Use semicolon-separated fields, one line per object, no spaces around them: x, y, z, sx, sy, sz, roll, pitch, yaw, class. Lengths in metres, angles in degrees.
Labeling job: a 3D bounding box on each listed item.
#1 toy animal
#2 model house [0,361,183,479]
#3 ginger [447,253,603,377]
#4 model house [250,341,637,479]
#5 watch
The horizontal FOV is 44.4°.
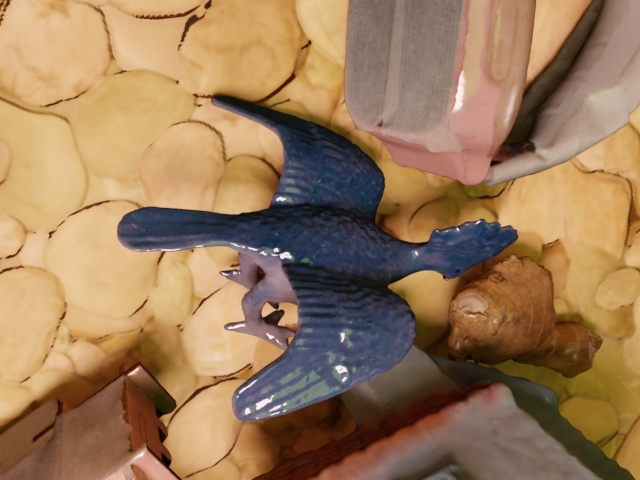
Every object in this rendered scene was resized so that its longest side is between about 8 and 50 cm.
0.000;0.000;0.538;0.255;0.239;0.176;16;137;-37;toy animal
-0.188;0.271;0.557;0.326;0.169;0.244;-37;117;-3;model house
0.173;0.062;0.652;0.165;0.067;0.096;12;100;-31;ginger
0.058;0.219;0.549;0.294;0.329;0.252;-22;136;-24;model house
0.156;-0.173;0.560;0.241;0.161;0.254;-4;107;-28;watch
